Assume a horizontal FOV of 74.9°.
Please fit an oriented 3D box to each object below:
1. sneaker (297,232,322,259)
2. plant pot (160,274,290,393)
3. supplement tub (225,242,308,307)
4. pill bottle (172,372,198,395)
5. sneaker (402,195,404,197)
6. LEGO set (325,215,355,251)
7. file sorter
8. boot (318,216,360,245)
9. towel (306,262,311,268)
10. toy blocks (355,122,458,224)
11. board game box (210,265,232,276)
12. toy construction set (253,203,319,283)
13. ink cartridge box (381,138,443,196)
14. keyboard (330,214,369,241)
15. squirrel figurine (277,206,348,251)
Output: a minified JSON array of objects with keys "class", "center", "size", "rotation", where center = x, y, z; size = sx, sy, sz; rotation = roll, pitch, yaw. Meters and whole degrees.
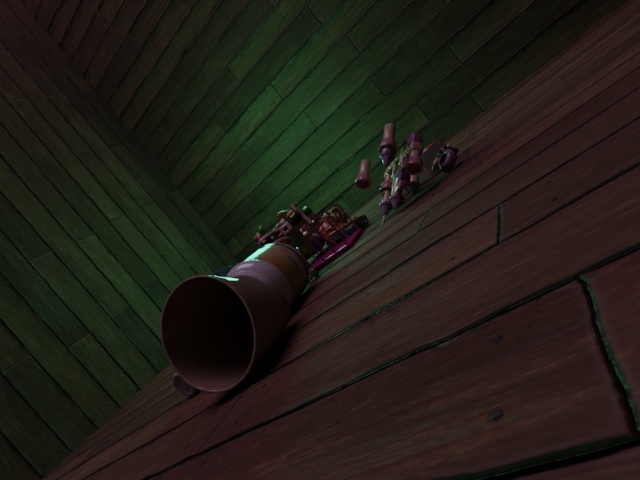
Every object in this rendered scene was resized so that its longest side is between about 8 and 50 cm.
[{"class":"sneaker","center":[-0.106,0.092,2.003],"size":[0.296,0.124,0.178],"rotation":[-40,21,6]},{"class":"plant pot","center":[-0.192,0.196,1.024],"size":[0.257,0.256,0.274],"rotation":[-38,-12,21]},{"class":"supplement tub","center":[-0.182,0.150,1.375],"size":[0.228,0.228,0.316],"rotation":[-38,3,19]},{"class":"pill bottle","center":[-0.377,0.403,1.309],"size":[0.087,0.087,0.160],"rotation":[-37,4,32]},{"class":"sneaker","center":[0.316,-0.187,1.817],"size":[0.065,0.076,0.166],"rotation":[-39,3,19]},{"class":"LEGO set","center":[0.108,-0.051,2.105],"size":[0.227,0.093,0.087],"rotation":[-39,3,7]},{"class":"file sorter","center":[0.000,0.000,1.821],"size":[0.291,0.182,0.202],"rotation":[-37,3,29]},{"class":"boot","center":[0.092,-0.070,2.026],"size":[0.197,0.072,0.152],"rotation":[-43,48,-19]},{"class":"towel","center":[-0.139,0.172,2.215],"size":[0.187,0.049,0.282],"rotation":[-37,4,-4]},{"class":"toy blocks","center":[0.317,-0.227,1.582],"size":[0.288,0.309,0.259],"rotation":[125,159,-57]},{"class":"board game box","center":[-0.355,0.249,1.613],"size":[0.079,0.253,0.336],"rotation":[-23,-4,-22]},{"class":"toy construction set","center":[-0.117,-0.033,1.672],"size":[0.237,0.257,0.309],"rotation":[-53,34,0]},{"class":"ink cartridge box","center":[0.436,-0.317,1.917],"size":[0.197,0.114,0.273],"rotation":[-42,5,-33]},{"class":"keyboard","center":[0.140,-0.041,1.930],"size":[0.192,0.038,0.100],"rotation":[-31,33,9]},{"class":"squirrel figurine","center":[-0.023,-0.032,2.345],"size":[0.398,0.280,0.370],"rotation":[-14,-9,10]}]
